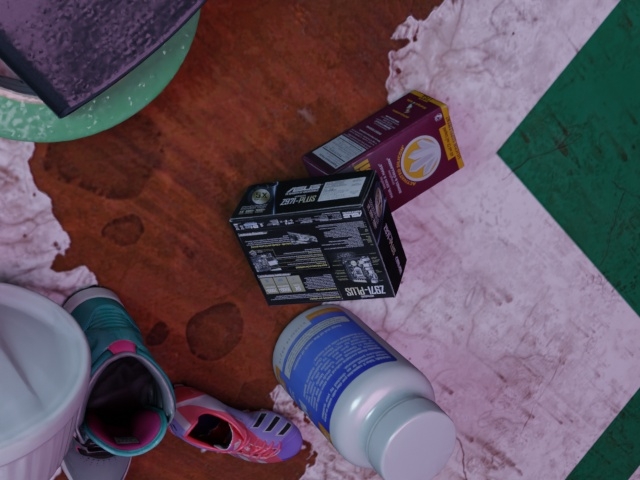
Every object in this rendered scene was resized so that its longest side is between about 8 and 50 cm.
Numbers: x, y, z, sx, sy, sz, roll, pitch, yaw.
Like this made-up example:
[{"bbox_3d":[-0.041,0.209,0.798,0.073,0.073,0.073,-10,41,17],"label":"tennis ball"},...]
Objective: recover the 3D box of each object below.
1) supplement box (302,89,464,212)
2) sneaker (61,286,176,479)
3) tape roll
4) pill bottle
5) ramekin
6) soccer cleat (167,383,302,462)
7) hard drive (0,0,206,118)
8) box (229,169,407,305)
[{"bbox_3d":[0.085,-0.105,1.142,0.188,0.081,0.104,-33,125,-13],"label":"supplement box"},{"bbox_3d":[-0.250,0.223,1.040,0.124,0.178,0.295,-9,116,-27],"label":"sneaker"},{"bbox_3d":[-0.280,-0.262,0.860,0.321,0.077,0.321,-12,118,-24],"label":"tape roll"},{"bbox_3d":[0.057,0.208,1.153,0.152,0.272,0.152,-12,118,-25],"label":"pill bottle"},{"bbox_3d":[-0.372,0.168,0.871,0.273,0.273,0.127,-10,128,-26],"label":"ramekin"},{"bbox_3d":[-0.114,0.271,1.194,0.248,0.095,0.083,31,95,-36],"label":"soccer cleat"},{"bbox_3d":[-0.204,-0.251,0.828,0.255,0.054,0.172,-43,126,-6],"label":"hard drive"},{"bbox_3d":[0.000,0.000,1.081,0.077,0.180,0.147,-67,143,-48],"label":"box"}]
